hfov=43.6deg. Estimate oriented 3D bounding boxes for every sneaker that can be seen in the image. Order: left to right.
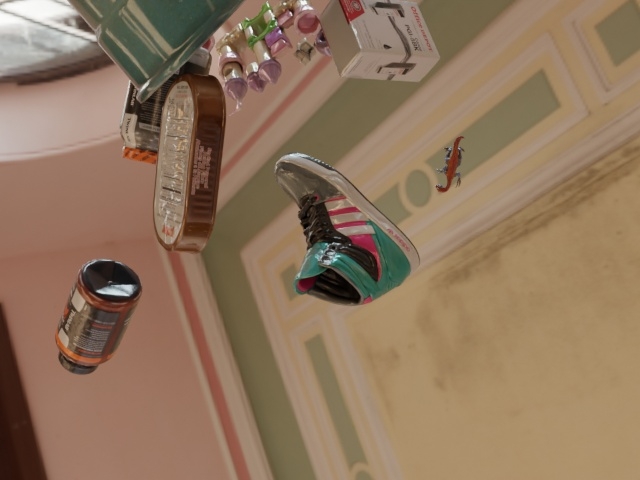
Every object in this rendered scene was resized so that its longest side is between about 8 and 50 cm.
[{"bbox_3d":[0.000,0.000,1.307,0.295,0.178,0.124,41,-32,9],"label":"sneaker"}]

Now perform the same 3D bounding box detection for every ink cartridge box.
[{"bbox_3d":[0.079,-0.267,1.055,0.056,0.135,0.099,-44,-122,49],"label":"ink cartridge box"}]

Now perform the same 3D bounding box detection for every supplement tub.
[{"bbox_3d":[-0.366,0.131,1.295,0.106,0.106,0.198,54,-51,31],"label":"supplement tub"},{"bbox_3d":[-0.242,-0.210,1.232,0.117,0.117,0.190,16,-87,50],"label":"supplement tub"}]

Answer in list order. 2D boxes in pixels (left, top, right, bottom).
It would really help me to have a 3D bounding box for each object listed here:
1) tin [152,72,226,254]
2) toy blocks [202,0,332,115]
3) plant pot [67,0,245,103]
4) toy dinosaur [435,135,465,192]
[{"bbox_3d":[-0.140,-0.080,0.837,0.106,0.040,0.190,19,-77,62],"label":"tin"},{"bbox_3d":[-0.106,-0.430,1.804,0.288,0.309,0.260,-34,-134,16],"label":"toy blocks"},{"bbox_3d":[-0.204,-0.386,0.869,0.334,0.341,0.341,43,-34,-18],"label":"plant pot"},{"bbox_3d":[0.225,-0.128,1.413,0.090,0.047,0.082,73,30,-60],"label":"toy dinosaur"}]
